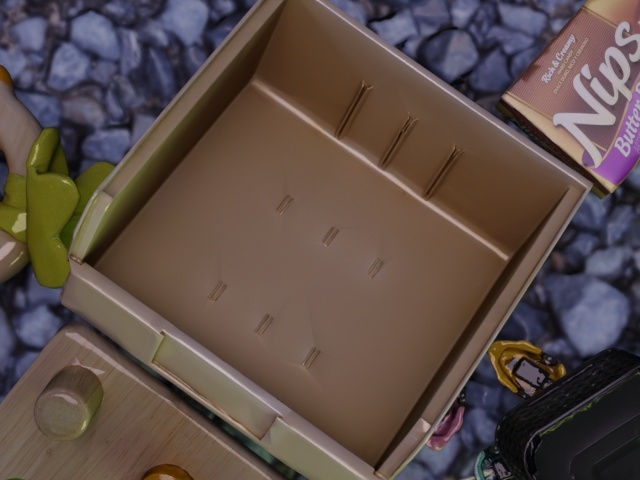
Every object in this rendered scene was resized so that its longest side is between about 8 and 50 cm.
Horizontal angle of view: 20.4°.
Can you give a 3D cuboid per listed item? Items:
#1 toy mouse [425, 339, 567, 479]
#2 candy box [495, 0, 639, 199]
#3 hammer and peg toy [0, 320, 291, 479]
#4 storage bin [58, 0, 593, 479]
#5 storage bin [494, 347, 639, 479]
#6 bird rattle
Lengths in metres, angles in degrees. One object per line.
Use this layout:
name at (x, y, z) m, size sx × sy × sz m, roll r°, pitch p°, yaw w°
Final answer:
toy mouse at (0.116, 0.137, 1.297) m, size 0.161 × 0.031 × 0.143 m, roll 28°, pitch 86°, yaw 0°
candy box at (0.230, -0.135, 1.308) m, size 0.109 × 0.053 × 0.186 m, roll 42°, pitch 86°, yaw 3°
hammer and peg toy at (-0.173, 0.265, 1.225) m, size 0.266 × 0.127 × 0.361 m, roll 37°, pitch 103°, yaw -5°
storage bin at (0.000, 0.000, 1.213) m, size 0.262 × 0.123 × 0.260 m, roll 35°, pitch 57°, yaw 2°
storage bin at (0.220, 0.180, 1.249) m, size 0.122 × 0.084 × 0.180 m, roll -32°, pitch 97°, yaw -6°
bird rattle at (-0.269, -0.014, 1.293) m, size 0.254 × 0.143 × 0.207 m, roll -26°, pitch 74°, yaw 11°
